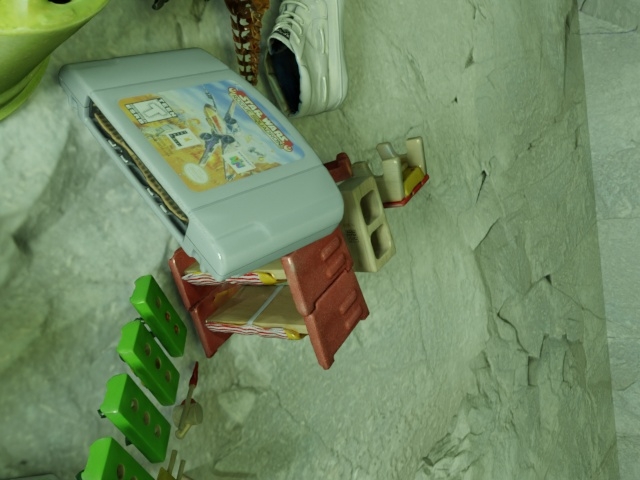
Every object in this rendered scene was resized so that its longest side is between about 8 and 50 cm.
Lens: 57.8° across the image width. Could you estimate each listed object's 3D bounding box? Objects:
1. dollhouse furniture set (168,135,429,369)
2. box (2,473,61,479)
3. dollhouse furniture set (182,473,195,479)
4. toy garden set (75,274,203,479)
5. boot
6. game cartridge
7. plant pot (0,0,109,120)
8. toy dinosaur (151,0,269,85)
[{"bbox_3d":[0.000,0.000,0.813,0.374,0.201,0.152,-43,122,-46],"label":"dollhouse furniture set"},{"bbox_3d":[-0.314,0.255,0.437,0.322,0.232,0.059,16,79,-47],"label":"box"},{"bbox_3d":[-0.175,0.394,0.678,0.151,0.123,0.144,-20,106,-46],"label":"dollhouse furniture set"},{"bbox_3d":[-0.191,0.198,0.655,0.244,0.049,0.204,-92,168,-47],"label":"toy garden set"},{"bbox_3d":[-0.028,-0.307,0.831,0.123,0.095,0.258,-33,117,-50],"label":"boot"},{"bbox_3d":[-0.118,-0.103,0.630,0.198,0.062,0.297,-28,67,-38],"label":"game cartridge"},{"bbox_3d":[-0.285,-0.221,0.432,0.276,0.253,0.276,-3,94,-49],"label":"plant pot"},{"bbox_3d":[-0.116,-0.364,0.704,0.322,0.164,0.218,60,34,-9],"label":"toy dinosaur"}]
